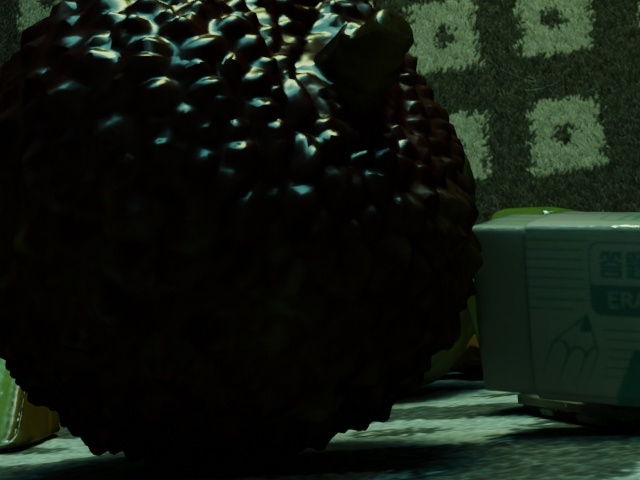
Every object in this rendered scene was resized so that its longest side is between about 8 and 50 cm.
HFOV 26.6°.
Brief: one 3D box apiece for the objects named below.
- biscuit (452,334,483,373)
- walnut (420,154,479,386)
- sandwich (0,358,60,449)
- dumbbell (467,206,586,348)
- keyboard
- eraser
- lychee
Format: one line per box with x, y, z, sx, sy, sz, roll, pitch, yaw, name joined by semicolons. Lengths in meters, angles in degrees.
0.206;0.101;1.290;0.202;0.047;0.334;-3;-6;-39;biscuit
-0.002;0.000;1.123;0.282;0.277;0.253;-14;-10;-10;walnut
-0.256;0.059;0.968;0.117;0.187;0.144;-5;-9;-1;sandwich
0.223;0.032;0.804;0.121;0.108;0.302;8;-7;-41;dumbbell
0.165;0.094;0.776;0.055;0.017;0.166;-9;-2;-11;keyboard
0.184;0.034;0.674;0.225;0.096;0.052;1;11;39;eraser
-0.049;-0.015;0.700;0.275;0.276;0.304;-2;-29;-46;lychee
